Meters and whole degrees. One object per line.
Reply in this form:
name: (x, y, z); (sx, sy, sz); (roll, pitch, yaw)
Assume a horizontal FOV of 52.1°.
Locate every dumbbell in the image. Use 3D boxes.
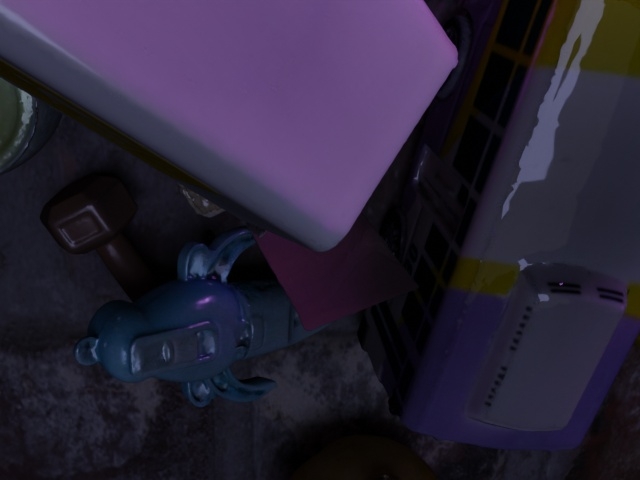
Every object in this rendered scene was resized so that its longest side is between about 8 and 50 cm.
dumbbell: (-0.193, 0.040, 0.687); (0.092, 0.082, 0.230); (-26, 117, 5)

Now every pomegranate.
pomegranate: (0.051, 0.360, 0.814); (0.233, 0.233, 0.233); (-4, 117, -7)

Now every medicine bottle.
medicine bottle: (-0.288, -0.134, 0.550); (0.148, 0.143, 0.147); (-3, 114, -6)

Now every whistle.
whistle: (-0.103, 0.083, 0.648); (0.274, 0.093, 0.186); (-7, 105, -35)

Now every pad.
pad: (0.000, 0.000, 0.631); (0.113, 0.187, 0.006); (-18, 137, -16)

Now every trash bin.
trash bin: (-0.098, -0.184, 0.409); (0.368, 0.256, 0.295); (37, 80, -31)

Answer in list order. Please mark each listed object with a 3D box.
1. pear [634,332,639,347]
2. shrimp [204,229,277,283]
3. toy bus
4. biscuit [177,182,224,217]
pear: (0.528, 0.029, 0.735); (0.387, 0.191, 0.340); (-17, 118, 0)
shrimp: (-0.049, 0.000, 0.720); (0.148, 0.035, 0.195); (22, 112, -16)
toy bus: (0.199, -0.015, 0.627); (0.210, 0.249, 0.439); (10, 114, -14)
biscuit: (-0.140, -0.219, 0.568); (0.144, 0.078, 0.425); (-23, 116, 3)
